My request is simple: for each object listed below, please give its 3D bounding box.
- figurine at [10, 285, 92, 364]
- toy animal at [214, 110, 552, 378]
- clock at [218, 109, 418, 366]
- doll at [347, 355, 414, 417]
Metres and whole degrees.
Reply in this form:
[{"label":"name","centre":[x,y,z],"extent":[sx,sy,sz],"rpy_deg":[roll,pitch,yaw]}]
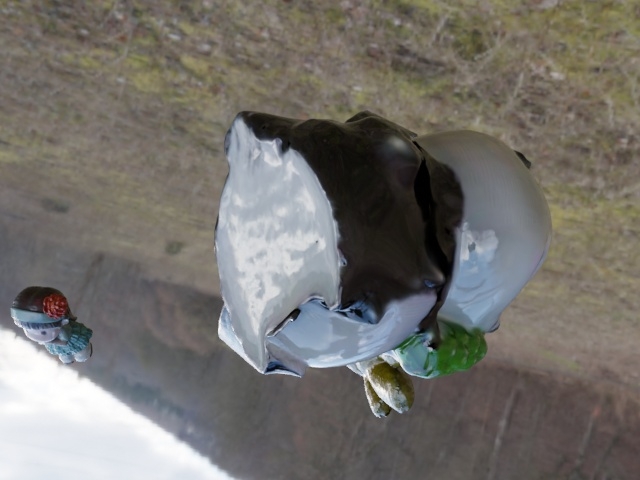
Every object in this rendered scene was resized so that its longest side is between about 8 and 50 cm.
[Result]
[{"label":"figurine","centre":[-0.249,0.082,0.795],"extent":[0.060,0.047,0.106],"rpy_deg":[9,147,20]},{"label":"toy animal","centre":[0.060,0.010,0.667],"extent":[0.267,0.212,0.212],"rpy_deg":[5,180,-33]},{"label":"clock","centre":[0.000,0.001,0.946],"extent":[0.066,0.319,0.319],"rpy_deg":[33,178,10]},{"label":"doll","centre":[0.073,0.114,0.907],"extent":[0.097,0.137,0.209],"rpy_deg":[-15,-164,-10]}]
